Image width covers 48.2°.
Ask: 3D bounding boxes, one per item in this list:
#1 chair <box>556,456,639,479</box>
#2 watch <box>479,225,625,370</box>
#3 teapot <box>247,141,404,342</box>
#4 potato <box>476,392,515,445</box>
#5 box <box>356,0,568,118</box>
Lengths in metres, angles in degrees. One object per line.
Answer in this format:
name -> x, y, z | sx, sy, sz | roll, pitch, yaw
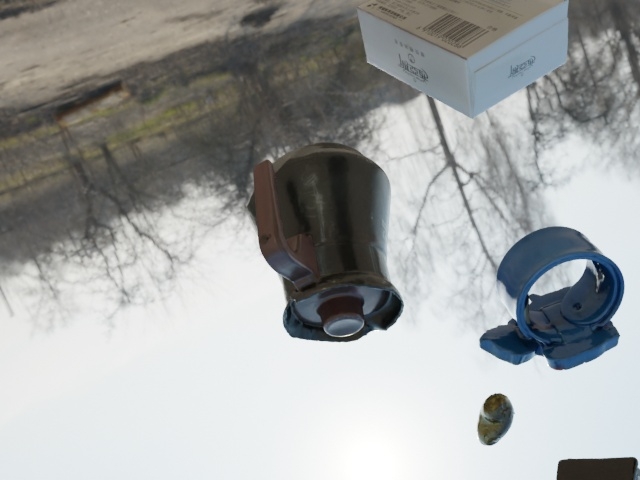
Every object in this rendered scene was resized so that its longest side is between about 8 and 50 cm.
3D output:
chair -> 0.608, 0.589, 1.617 | 0.203, 0.416, 0.241 | -21, -146, 48
watch -> 0.479, 0.120, 1.549 | 0.305, 0.275, 0.241 | -15, -150, -4
teapot -> 0.000, 0.000, 1.412 | 0.305, 0.362, 0.376 | -28, 143, 22
potato -> 0.230, 0.234, 0.939 | 0.046, 0.092, 0.045 | 4, -143, 4
box -> 0.222, -0.331, 1.145 | 0.203, 0.116, 0.274 | -33, -135, -17
